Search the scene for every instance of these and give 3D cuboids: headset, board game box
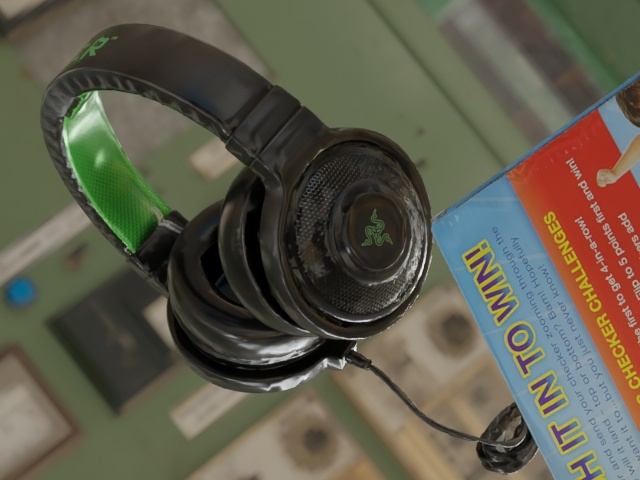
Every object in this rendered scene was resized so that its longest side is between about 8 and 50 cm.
[{"bbox_3d":[0.000,0.000,1.290,0.185,0.394,0.243,-49,-176,-28],"label":"headset"},{"bbox_3d":[0.233,0.050,0.823,0.086,0.308,0.302,-10,160,-48],"label":"board game box"}]
